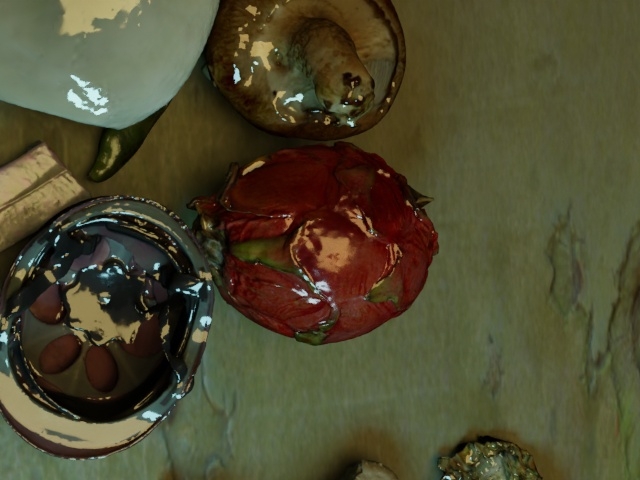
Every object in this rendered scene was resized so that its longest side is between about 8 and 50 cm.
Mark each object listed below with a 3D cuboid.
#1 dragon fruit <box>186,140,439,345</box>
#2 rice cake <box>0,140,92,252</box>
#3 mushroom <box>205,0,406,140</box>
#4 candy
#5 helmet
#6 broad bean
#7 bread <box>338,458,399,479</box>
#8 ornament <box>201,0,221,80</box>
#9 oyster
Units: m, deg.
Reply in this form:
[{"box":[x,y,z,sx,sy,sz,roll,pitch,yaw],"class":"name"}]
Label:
[{"box":[0.000,0.000,1.877,0.343,0.277,0.277,-15,99,-25],"class":"dragon fruit"},{"box":[-0.449,-0.019,1.804,0.298,0.050,0.106,-35,106,-17],"class":"rice cake"},{"box":[0.007,-0.256,1.862,0.267,0.255,0.267,1,89,-51],"class":"mushroom"},{"box":[-0.304,-0.353,1.751,0.386,0.186,0.427,30,87,-9],"class":"candy"},{"box":[-0.286,0.096,1.802,0.271,0.197,0.338,19,94,-14],"class":"helmet"},{"box":[-0.248,-0.160,1.881,0.046,0.061,0.195,36,91,17],"class":"broad bean"},{"box":[0.043,0.473,1.950,0.183,0.102,0.337,43,51,-10],"class":"bread"},{"box":[-0.179,-0.340,1.894,0.245,0.061,0.230,10,91,-20],"class":"ornament"},{"box":[0.274,0.426,2.118,0.198,0.092,0.259,-14,95,-26],"class":"oyster"}]
